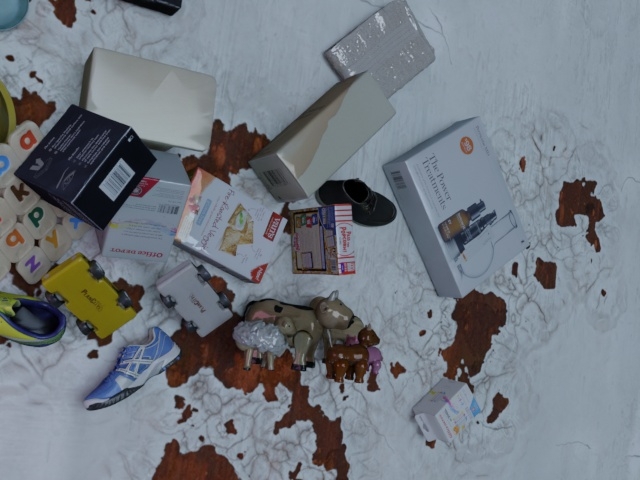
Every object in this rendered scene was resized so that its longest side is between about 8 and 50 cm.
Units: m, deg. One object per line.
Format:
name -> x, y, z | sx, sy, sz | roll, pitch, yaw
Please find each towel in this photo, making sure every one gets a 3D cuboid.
towel -> 0.153, -0.450, 1.696 | 0.282, 0.049, 0.187 | -44, 109, -24

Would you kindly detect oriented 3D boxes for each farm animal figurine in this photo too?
farm animal figurine -> -0.013, 0.185, 1.485 | 0.326, 0.330, 0.172 | 7, 87, -2

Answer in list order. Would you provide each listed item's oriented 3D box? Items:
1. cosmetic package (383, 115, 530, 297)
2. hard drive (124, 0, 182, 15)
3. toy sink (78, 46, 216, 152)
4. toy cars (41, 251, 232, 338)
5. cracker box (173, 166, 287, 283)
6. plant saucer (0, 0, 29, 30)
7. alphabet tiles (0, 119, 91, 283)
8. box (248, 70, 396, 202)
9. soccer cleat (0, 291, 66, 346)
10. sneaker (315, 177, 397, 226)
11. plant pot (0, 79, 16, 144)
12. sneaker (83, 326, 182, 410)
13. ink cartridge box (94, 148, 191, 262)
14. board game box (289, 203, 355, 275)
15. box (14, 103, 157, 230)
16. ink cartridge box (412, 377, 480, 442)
cosmetic package -> 0.354, -0.086, 1.783 | 0.284, 0.097, 0.377 | -33, 105, -30
hard drive -> -0.371, -0.641, 1.374 | 0.236, 0.064, 0.339 | 8, 85, -31
toy sink -> -0.336, -0.255, 1.346 | 0.234, 0.131, 0.153 | 8, 85, -26
toy cars -> -0.335, 0.093, 1.311 | 0.393, 0.087, 0.177 | 6, 121, -39
cracker box -> -0.201, -0.027, 1.458 | 0.232, 0.067, 0.156 | 30, 74, -28
plant saucer -> -0.590, -0.435, 1.259 | 0.119, 0.021, 0.120 | 1, 89, -31
alphabet tiles -> -0.503, -0.059, 1.206 | 0.284, 0.021, 0.278 | -52, 153, -26
box -> 0.007, -0.228, 1.546 | 0.311, 0.148, 0.121 | -46, 110, -25
soccer cleat -> -0.573, 0.109, 1.188 | 0.289, 0.121, 0.094 | 23, 60, -31
sneaker -> 0.108, -0.084, 1.617 | 0.222, 0.118, 0.083 | 15, 81, -30
plant pot -> -0.612, -0.202, 1.114 | 0.253, 0.239, 0.254 | 0, 89, -31
sneaker -> -0.371, 0.248, 1.349 | 0.211, 0.080, 0.081 | -37, 101, -37
ink cartridge box -> -0.335, -0.067, 1.302 | 0.128, 0.127, 0.176 | 8, 119, -30
board game box -> 0.000, 0.000, 1.506 | 0.045, 0.193, 0.147 | -4, 91, -32
box -> -0.386, -0.123, 1.156 | 0.156, 0.158, 0.093 | -57, 149, -17
ink cartridge box -> 0.308, 0.428, 1.741 | 0.143, 0.090, 0.092 | -38, 108, -27
